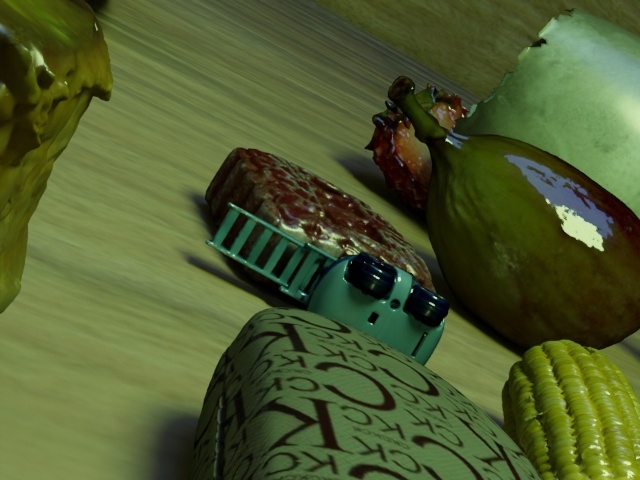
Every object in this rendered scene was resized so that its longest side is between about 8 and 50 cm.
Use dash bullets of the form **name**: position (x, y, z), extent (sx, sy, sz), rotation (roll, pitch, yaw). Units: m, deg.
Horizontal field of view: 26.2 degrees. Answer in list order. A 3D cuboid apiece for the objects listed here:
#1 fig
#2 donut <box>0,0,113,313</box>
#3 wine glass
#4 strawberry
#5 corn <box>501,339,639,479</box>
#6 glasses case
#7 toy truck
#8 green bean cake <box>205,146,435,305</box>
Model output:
- **fig**: position (0.141, -0.022, 1.062), extent (0.274, 0.145, 0.170), rotation (44, 8, -18)
- **donut**: position (-0.229, -0.097, 0.455), extent (0.330, 0.160, 0.330), rotation (26, 20, -10)
- **wine glass**: position (0.278, -0.044, 1.241), extent (0.323, 0.238, 0.238), rotation (41, 13, 1)
- **strawberry**: position (0.120, -0.048, 1.341), extent (0.167, 0.087, 0.208), rotation (-27, 84, -53)
- **corn**: position (0.135, 0.113, 0.721), extent (0.081, 0.081, 0.248), rotation (32, 13, -1)
- **glasses case**: position (0.024, 0.113, 0.437), extent (0.137, 0.085, 0.354), rotation (29, 13, -11)
- **toy truck**: position (0.005, 0.027, 0.771), extent (0.136, 0.063, 0.074), rotation (31, 3, -23)
- **green bean cake**: position (0.000, 0.000, 0.878), extent (0.136, 0.056, 0.135), rotation (27, 13, -25)
